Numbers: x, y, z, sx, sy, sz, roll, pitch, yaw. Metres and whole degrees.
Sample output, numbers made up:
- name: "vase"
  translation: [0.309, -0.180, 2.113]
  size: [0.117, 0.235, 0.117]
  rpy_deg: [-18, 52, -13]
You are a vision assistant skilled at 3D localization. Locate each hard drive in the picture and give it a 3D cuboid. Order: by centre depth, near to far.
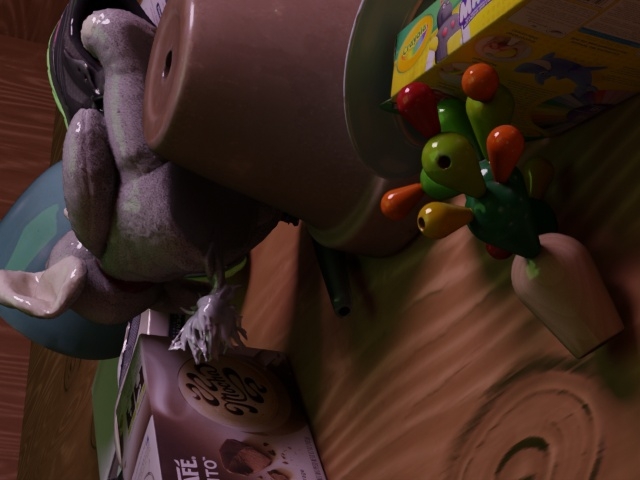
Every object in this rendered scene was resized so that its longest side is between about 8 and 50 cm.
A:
- name: "hard drive"
  translation: [-0.353, 0.278, 1.887]
  size: [0.307, 0.040, 0.203]
  rpy_deg: [-117, 42, -59]

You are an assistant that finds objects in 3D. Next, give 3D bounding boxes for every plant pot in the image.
- name: "plant pot"
  translation: [-0.027, -0.129, 0.947]
  size: [0.263, 0.229, 0.263]
  rpy_deg: [-170, 90, -68]
- name: "plant pot"
  translation: [-0.352, 0.000, 1.693]
  size: [0.235, 0.293, 0.293]
  rpy_deg: [-53, 31, 25]

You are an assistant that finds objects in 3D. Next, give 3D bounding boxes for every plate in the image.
- name: "plate"
  translation: [0.081, -0.132, 0.781]
  size: [0.024, 0.188, 0.188]
  rpy_deg: [20, 101, 33]

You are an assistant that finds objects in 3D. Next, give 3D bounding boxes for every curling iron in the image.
- name: "curling iron"
  translation: [0.000, 0.000, 1.086]
  size: [0.274, 0.035, 0.068]
  rpy_deg: [-116, 44, -59]

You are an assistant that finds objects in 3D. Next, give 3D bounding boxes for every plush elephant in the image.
- name: "plush elephant"
  translation: [-0.185, -0.018, 1.108]
  size: [0.255, 0.271, 0.330]
  rpy_deg: [-17, 68, 40]

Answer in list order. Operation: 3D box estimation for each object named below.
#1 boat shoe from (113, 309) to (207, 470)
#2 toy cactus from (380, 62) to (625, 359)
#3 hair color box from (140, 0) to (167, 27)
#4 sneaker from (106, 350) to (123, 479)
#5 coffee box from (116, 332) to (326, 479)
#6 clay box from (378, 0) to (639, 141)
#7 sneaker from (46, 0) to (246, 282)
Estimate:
- name: "boat shoe"
  translation: [-0.213, 0.181, 1.474]
  size: [0.158, 0.127, 0.341]
  rpy_deg: [123, 158, -59]
- name: "toy cactus"
  translation: [0.110, -0.008, 0.656]
  size: [0.181, 0.112, 0.219]
  rpy_deg: [58, -176, 16]
- name: "hair color box"
  translation: [-0.180, -0.289, 1.540]
  size: [0.347, 0.105, 0.174]
  rpy_deg: [-46, 59, 57]
- name: "sneaker"
  translation: [-0.263, 0.259, 1.581]
  size: [0.151, 0.094, 0.256]
  rpy_deg: [118, 155, -46]
- name: "coffee box"
  translation: [-0.097, 0.231, 1.049]
  size: [0.297, 0.168, 0.119]
  rpy_deg: [-112, 38, -56]
- name: "clay box"
  translation: [0.135, -0.120, 0.658]
  size: [0.222, 0.127, 0.053]
  rpy_deg: [154, 124, -65]
- name: "sneaker"
  translation: [-0.240, -0.150, 1.406]
  size: [0.483, 0.185, 0.202]
  rpy_deg: [60, 151, 22]
